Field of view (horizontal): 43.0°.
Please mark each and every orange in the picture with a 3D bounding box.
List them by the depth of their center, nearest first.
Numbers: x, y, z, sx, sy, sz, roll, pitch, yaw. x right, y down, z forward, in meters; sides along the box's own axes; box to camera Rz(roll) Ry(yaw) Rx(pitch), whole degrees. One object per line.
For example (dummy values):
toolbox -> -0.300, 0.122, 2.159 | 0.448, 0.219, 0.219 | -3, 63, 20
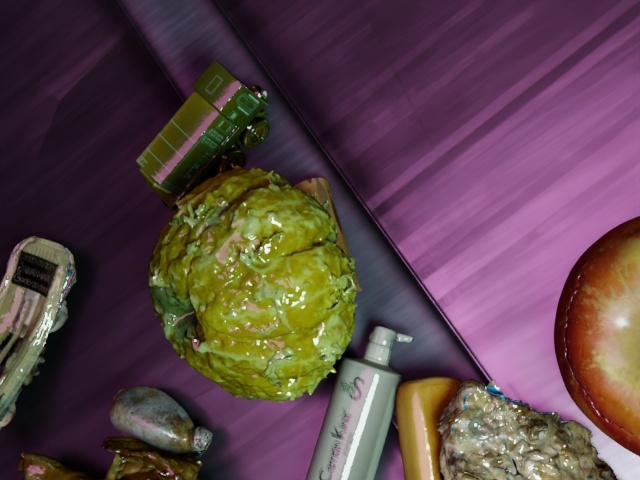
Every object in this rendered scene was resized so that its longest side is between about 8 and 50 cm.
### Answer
orange -> -0.094, 0.067, 1.034 | 0.300, 0.223, 0.301 | -39, 76, 52

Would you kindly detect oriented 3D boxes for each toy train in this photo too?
toy train -> -0.168, -0.142, 1.170 | 0.090, 0.137, 0.225 | 42, 95, 23

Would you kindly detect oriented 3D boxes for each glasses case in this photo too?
glasses case -> 0.000, 0.000, 1.131 | 0.065, 0.041, 0.170 | -22, 74, 17

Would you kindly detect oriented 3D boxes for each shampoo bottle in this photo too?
shampoo bottle -> 0.045, 0.238, 1.044 | 0.085, 0.085, 0.262 | 15, 85, 23

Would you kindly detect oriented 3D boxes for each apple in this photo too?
apple -> 0.384, 0.105, 0.878 | 0.251, 0.206, 0.272 | -31, 67, 24

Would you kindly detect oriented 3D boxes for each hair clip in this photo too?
hair clip -> -0.469, 0.158, 1.259 | 0.138, 0.091, 0.321 | 16, 74, 31

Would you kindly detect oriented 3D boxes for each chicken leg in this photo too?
chicken leg -> -0.281, 0.348, 1.097 | 0.361, 0.140, 0.211 | 16, 115, 19

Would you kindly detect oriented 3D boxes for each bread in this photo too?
bread -> 0.144, 0.290, 1.000 | 0.093, 0.074, 0.239 | 0, 77, -20

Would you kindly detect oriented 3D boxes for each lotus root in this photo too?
lotus root -> -0.227, 0.261, 1.143 | 0.165, 0.088, 0.088 | 25, 89, 15

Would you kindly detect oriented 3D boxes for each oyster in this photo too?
oyster -> 0.241, 0.274, 0.933 | 0.198, 0.092, 0.259 | -24, 63, -25
